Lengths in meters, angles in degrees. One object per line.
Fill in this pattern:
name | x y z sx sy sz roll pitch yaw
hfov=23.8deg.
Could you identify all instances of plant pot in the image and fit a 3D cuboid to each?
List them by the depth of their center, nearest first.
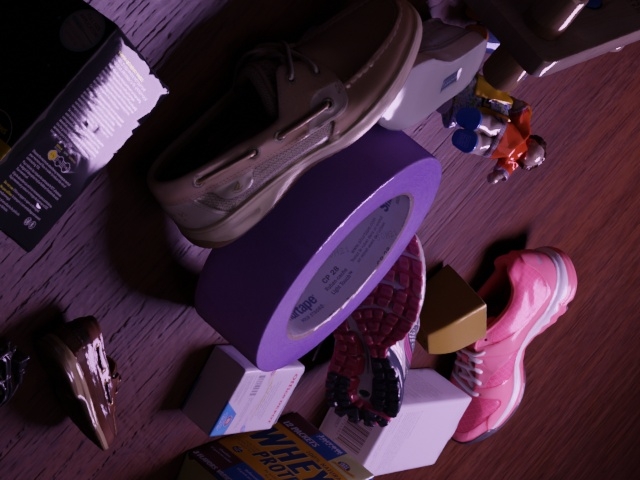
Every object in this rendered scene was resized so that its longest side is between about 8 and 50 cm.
plant pot | 0.156 0.098 1.949 0.083 0.081 0.081 -31 147 -15

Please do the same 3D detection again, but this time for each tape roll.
tape roll | 0.000 0.000 1.520 0.275 0.090 0.275 -45 164 -16

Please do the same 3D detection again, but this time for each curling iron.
curling iron | -0.305 0.067 1.239 0.068 0.035 0.274 -49 153 -18

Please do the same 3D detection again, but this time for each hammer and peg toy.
hammer and peg toy | 0.232 -0.284 1.428 0.361 0.266 0.127 -22 158 -44

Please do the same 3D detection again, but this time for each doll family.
doll family | 0.210 -0.197 1.678 0.163 0.118 0.263 12 101 -47

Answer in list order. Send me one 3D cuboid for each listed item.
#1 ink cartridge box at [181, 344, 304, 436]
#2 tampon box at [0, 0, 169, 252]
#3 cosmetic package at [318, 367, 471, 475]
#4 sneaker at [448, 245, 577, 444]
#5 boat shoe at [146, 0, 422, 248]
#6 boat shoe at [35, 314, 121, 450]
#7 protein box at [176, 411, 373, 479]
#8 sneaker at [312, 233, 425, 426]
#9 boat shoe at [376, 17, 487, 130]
ink cartridge box | -0.084 0.163 1.674 0.122 0.052 0.088 5 118 -57
tampon box | -0.216 -0.100 1.092 0.161 0.120 0.101 -50 153 -7
cosmetic package | 0.098 0.240 2.014 0.231 0.085 0.117 5 117 -61
sneaker | 0.227 0.139 2.105 0.136 0.116 0.314 8 113 -43
boat shoe | -0.030 -0.127 1.371 0.302 0.109 0.098 -44 135 -8
boat shoe | -0.214 0.136 1.428 0.060 0.064 0.178 -39 147 -22
protein box | -0.076 0.340 1.798 0.201 0.136 0.200 -13 132 -52
sneaker | 0.059 0.078 1.759 0.112 0.120 0.299 -68 169 -47
boat shoe | 0.087 -0.172 1.510 0.227 0.081 0.079 -32 147 -55
